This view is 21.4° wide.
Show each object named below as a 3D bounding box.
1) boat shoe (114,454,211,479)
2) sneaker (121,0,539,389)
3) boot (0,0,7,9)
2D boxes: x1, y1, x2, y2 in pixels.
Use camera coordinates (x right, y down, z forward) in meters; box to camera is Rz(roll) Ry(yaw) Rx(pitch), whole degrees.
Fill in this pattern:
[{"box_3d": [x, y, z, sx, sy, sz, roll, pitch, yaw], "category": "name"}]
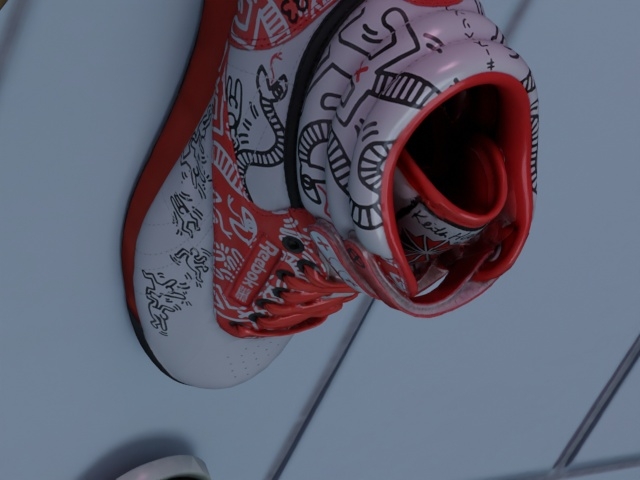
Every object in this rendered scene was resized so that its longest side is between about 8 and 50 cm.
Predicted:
[{"box_3d": [-0.116, 0.240, 0.882, 0.109, 0.091, 0.305, -1, 131, -40], "category": "boat shoe"}, {"box_3d": [-0.001, 0.000, 0.670, 0.090, 0.145, 0.270, -12, 137, -32], "category": "sneaker"}, {"box_3d": [-0.040, -0.161, 0.496, 0.269, 0.089, 0.236, -49, 138, 9], "category": "boot"}]
